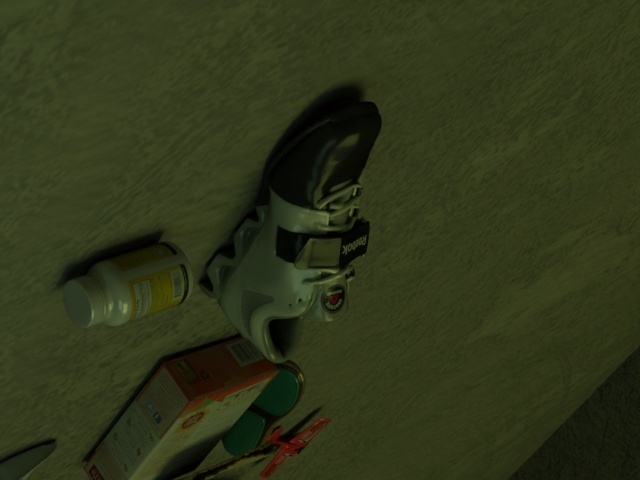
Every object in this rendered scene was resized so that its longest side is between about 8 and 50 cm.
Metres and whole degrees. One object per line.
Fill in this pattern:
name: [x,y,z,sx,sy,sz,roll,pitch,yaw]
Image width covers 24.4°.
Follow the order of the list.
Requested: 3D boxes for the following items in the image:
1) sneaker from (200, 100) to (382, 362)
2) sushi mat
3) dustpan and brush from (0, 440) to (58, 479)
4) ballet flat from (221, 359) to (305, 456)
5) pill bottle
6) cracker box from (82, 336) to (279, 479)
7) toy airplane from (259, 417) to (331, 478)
sneaker: [0.000,0.000,1.511,0.122,0.146,0.330,-18,152,-38]
sushi mat: [-0.200,0.329,1.956,0.151,0.019,0.316,-15,171,-43]
dustpan and brush: [-0.392,0.312,1.676,0.211,0.060,0.147,-12,149,-50]
ballet flat: [-0.074,0.209,1.996,0.232,0.080,0.073,-54,-178,46]
pill bottle: [-0.184,0.045,1.414,0.116,0.065,0.065,-18,154,-40]
cracker box: [-0.174,0.221,1.827,0.156,0.067,0.232,-15,151,-49]
toy airplane: [-0.057,0.320,2.311,0.151,0.028,0.151,-33,159,-14]
